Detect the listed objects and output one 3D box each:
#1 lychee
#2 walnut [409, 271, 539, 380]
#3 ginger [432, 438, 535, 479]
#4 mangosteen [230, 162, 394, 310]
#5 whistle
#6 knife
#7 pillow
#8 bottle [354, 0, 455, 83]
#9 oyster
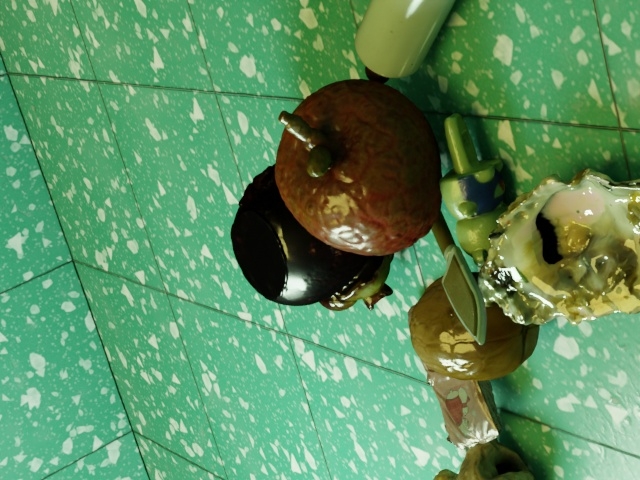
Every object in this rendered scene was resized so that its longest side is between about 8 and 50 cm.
[{"bbox_3d":[0.053,-0.106,1.939,0.255,0.255,0.300,41,179,35],"label":"lychee"},{"bbox_3d":[0.219,0.123,1.982,0.207,0.167,0.167,-3,111,50],"label":"walnut"},{"bbox_3d":[0.259,0.424,2.214,0.221,0.130,0.276,-138,41,-55],"label":"ginger"},{"bbox_3d":[-0.004,0.000,2.177,0.287,0.233,0.287,30,133,37],"label":"mangosteen"},{"bbox_3d":[0.217,-0.067,1.913,0.085,0.105,0.227,-10,103,29],"label":"whistle"},{"bbox_3d":[0.189,0.042,1.927,0.343,0.027,0.061,-107,32,-60],"label":"knife"},{"bbox_3d":[0.212,0.202,2.155,0.135,0.049,0.248,-40,63,53],"label":"pillow"},{"bbox_3d":[0.112,-0.300,1.878,0.104,0.104,0.245,54,150,17],"label":"bottle"},{"bbox_3d":[0.334,0.002,1.773,0.354,0.107,0.201,-18,108,43],"label":"oyster"}]
